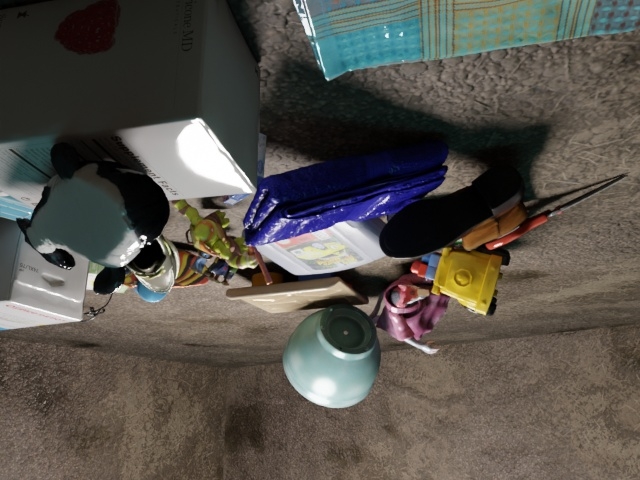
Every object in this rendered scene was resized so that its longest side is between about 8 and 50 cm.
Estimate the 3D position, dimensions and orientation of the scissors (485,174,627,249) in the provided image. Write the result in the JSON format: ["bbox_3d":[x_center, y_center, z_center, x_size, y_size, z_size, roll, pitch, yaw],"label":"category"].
[{"bbox_3d":[0.448,-0.047,1.129,0.109,0.021,0.297,-31,180,-35],"label":"scissors"}]

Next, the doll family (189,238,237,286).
[{"bbox_3d":[-0.226,0.035,1.310,0.076,0.111,0.193,32,177,9],"label":"doll family"}]

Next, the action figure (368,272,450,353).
[{"bbox_3d":[0.247,0.159,1.624,0.275,0.248,0.370,21,171,25],"label":"action figure"}]

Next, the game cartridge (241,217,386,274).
[{"bbox_3d":[0.000,0.000,1.225,0.294,0.060,0.196,-15,146,38],"label":"game cartridge"}]

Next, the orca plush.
[{"bbox_3d":[-0.223,-0.021,0.619,0.102,0.151,0.287,-24,176,-41],"label":"orca plush"}]

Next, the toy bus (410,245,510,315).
[{"bbox_3d":[0.328,0.074,1.372,0.211,0.149,0.220,15,-172,18],"label":"toy bus"}]

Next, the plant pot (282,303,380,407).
[{"bbox_3d":[0.054,0.310,1.690,0.293,0.293,0.196,6,137,-17],"label":"plant pot"}]

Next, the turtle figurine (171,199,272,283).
[{"bbox_3d":[-0.192,-0.001,1.075,0.269,0.087,0.217,40,178,3],"label":"turtle figurine"}]

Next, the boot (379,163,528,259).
[{"bbox_3d":[0.254,-0.029,1.069,0.264,0.096,0.280,-36,161,10],"label":"boot"}]

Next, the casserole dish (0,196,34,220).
[{"bbox_3d":[-0.593,-0.074,1.088,0.114,0.037,0.188,-17,154,37],"label":"casserole dish"}]

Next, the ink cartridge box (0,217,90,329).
[{"bbox_3d":[-0.679,0.076,1.265,0.270,0.197,0.198,-8,158,21],"label":"ink cartridge box"}]

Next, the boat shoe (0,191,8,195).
[{"bbox_3d":[-0.519,-0.121,0.862,0.277,0.098,0.096,-10,159,28],"label":"boat shoe"}]

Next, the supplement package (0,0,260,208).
[{"bbox_3d":[-0.232,-0.153,0.657,0.293,0.178,0.175,-5,160,11],"label":"supplement package"}]

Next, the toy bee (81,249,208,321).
[{"bbox_3d":[-0.413,0.065,1.345,0.195,0.162,0.298,2,-162,41],"label":"toy bee"}]

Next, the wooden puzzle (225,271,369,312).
[{"bbox_3d":[-0.056,0.142,1.665,0.322,0.081,0.348,-7,165,18],"label":"wooden puzzle"}]

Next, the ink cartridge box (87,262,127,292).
[{"bbox_3d":[-0.614,0.082,1.506,0.235,0.056,0.171,8,159,-28],"label":"ink cartridge box"}]

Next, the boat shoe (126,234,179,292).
[{"bbox_3d":[-0.351,0.021,1.145,0.109,0.091,0.305,-9,141,-4],"label":"boat shoe"}]

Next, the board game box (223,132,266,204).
[{"bbox_3d":[-0.119,-0.112,0.909,0.020,0.090,0.090,19,153,-36],"label":"board game box"}]

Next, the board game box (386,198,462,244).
[{"bbox_3d":[0.225,-0.031,1.228,0.136,0.035,0.201,-7,160,17],"label":"board game box"}]

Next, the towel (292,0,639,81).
[{"bbox_3d":[0.147,-0.265,0.559,0.370,0.040,0.271,-5,161,12],"label":"towel"}]

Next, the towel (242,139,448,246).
[{"bbox_3d":[0.039,-0.063,0.939,0.308,0.076,0.227,-14,165,-21],"label":"towel"}]
